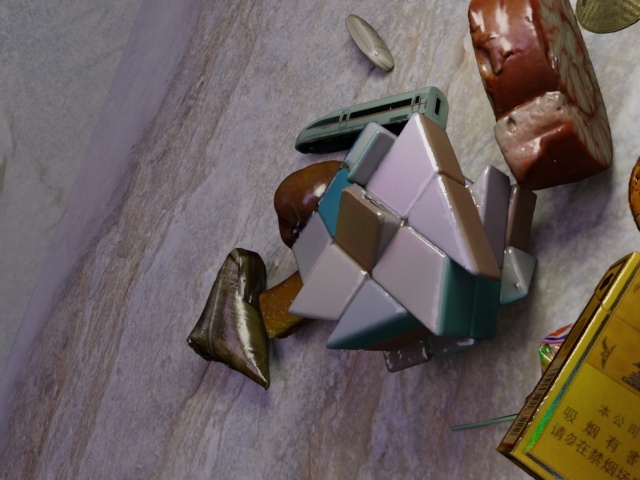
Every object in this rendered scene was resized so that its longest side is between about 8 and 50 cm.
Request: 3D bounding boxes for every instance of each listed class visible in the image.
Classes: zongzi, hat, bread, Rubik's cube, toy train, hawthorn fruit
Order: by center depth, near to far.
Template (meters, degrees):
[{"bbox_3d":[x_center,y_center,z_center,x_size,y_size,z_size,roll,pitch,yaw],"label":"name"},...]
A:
[{"bbox_3d":[0.343,-0.248,0.854,0.114,0.295,0.327,-17,94,39],"label":"bread"},{"bbox_3d":[0.142,0.018,0.897,0.368,0.358,0.387,43,109,38],"label":"Rubik's cube"},{"bbox_3d":[0.500,-0.439,0.949,0.146,0.067,0.145,-19,60,38],"label":"hat"},{"bbox_3d":[0.024,-0.069,1.157,0.208,0.248,0.208,16,122,27],"label":"hawthorn fruit"},{"bbox_3d":[-0.047,0.133,1.227,0.172,0.103,0.132,-37,51,27],"label":"bread"},{"bbox_3d":[0.093,-0.266,1.266,0.407,0.086,0.088,-2,73,44],"label":"toy train"},{"bbox_3d":[-0.165,0.178,1.300,0.288,0.134,0.285,20,91,48],"label":"zongzi"}]

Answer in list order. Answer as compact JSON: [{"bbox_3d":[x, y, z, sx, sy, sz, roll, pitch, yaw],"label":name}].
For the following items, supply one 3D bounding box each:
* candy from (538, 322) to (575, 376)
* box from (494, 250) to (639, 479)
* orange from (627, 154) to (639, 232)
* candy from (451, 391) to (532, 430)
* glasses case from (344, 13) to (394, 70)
[{"bbox_3d":[0.419,0.275,0.725,0.124,0.124,0.365,-42,57,25],"label":"candy"},{"bbox_3d":[0.379,0.189,0.670,0.193,0.084,0.301,35,77,12],"label":"box"},{"bbox_3d":[0.508,-0.058,0.682,0.235,0.182,0.234,-24,35,18],"label":"orange"},{"bbox_3d":[0.289,0.282,0.881,0.202,0.061,0.061,-30,54,43],"label":"candy"},{"bbox_3d":[0.117,-0.479,1.337,0.051,0.081,0.204,-44,49,26],"label":"glasses case"}]
